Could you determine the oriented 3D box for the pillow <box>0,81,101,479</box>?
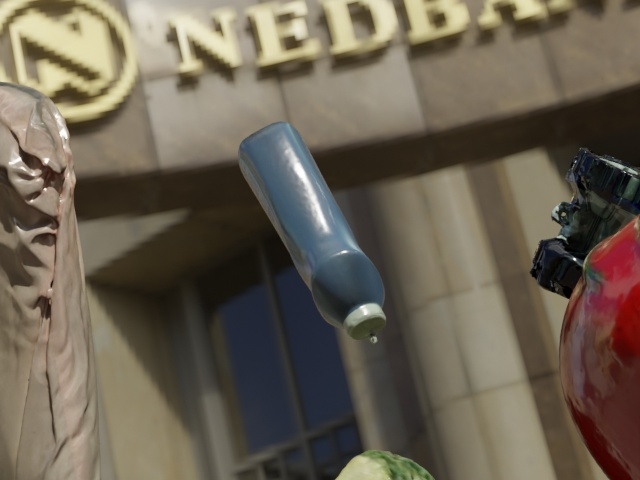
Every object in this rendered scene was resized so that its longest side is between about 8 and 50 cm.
[{"bbox_3d":[-0.186,0.038,1.073,0.067,0.270,0.173,-8,7,-36],"label":"pillow"}]

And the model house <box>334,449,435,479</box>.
[{"bbox_3d":[0.123,0.344,1.482,0.266,0.261,0.321,6,-42,55],"label":"model house"}]

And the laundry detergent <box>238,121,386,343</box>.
[{"bbox_3d":[-0.001,0.001,1.540,0.061,0.206,0.096,-25,-29,-7],"label":"laundry detergent"}]

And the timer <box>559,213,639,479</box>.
[{"bbox_3d":[0.323,0.027,1.083,0.378,0.279,0.378,-51,-16,-21],"label":"timer"}]

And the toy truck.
[{"bbox_3d":[0.277,0.018,1.412,0.126,0.208,0.113,1,-66,-60],"label":"toy truck"}]
